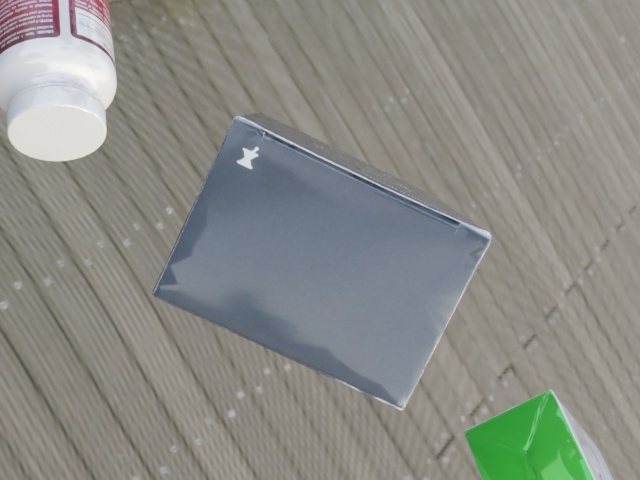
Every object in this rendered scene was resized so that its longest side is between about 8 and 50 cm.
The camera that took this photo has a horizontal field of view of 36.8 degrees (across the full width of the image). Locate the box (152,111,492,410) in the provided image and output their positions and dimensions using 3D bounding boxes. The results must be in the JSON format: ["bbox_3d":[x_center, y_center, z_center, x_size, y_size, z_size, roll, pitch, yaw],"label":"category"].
[{"bbox_3d":[0.000,0.000,1.159,0.294,0.212,0.395,26,6,-3],"label":"box"}]

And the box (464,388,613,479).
[{"bbox_3d":[0.299,0.349,1.134,0.231,0.127,0.262,45,20,-47],"label":"box"}]

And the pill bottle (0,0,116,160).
[{"bbox_3d":[-0.189,-0.136,0.676,0.086,0.086,0.152,18,49,-42],"label":"pill bottle"}]
